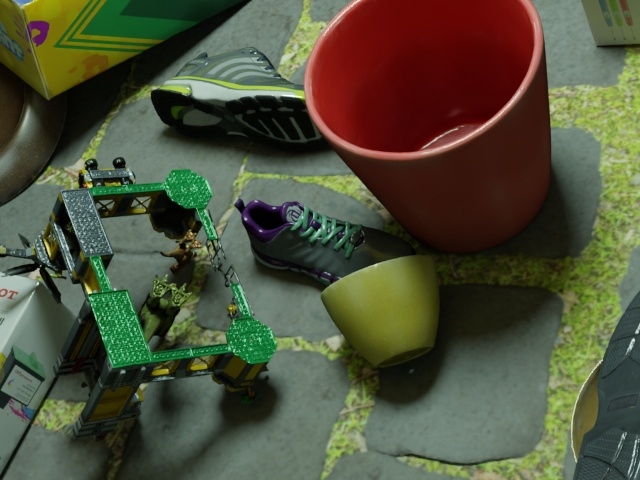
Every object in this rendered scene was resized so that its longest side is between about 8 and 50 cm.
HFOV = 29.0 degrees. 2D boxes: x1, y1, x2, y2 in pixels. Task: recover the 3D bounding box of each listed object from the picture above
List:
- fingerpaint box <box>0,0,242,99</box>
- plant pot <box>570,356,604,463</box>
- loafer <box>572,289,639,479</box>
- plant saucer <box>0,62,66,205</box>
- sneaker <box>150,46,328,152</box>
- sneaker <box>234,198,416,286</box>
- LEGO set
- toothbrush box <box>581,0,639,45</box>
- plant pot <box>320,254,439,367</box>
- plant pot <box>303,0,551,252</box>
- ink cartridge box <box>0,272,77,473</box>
[{"bbox_3d":[-0.378,-0.432,1.856,0.371,0.163,0.445,-33,47,-25],"label":"fingerpaint box"},{"bbox_3d":[0.367,0.189,1.214,0.236,0.032,0.236,-12,52,16],"label":"plant pot"},{"bbox_3d":[0.328,0.156,1.192,0.109,0.095,0.302,-17,38,52],"label":"loafer"},{"bbox_3d":[-0.525,-0.181,1.826,0.311,0.050,0.310,-7,65,15],"label":"plant saucer"},{"bbox_3d":[-0.083,-0.203,1.654,0.300,0.111,0.121,12,57,28],"label":"sneaker"},{"bbox_3d":[0.000,0.000,1.470,0.224,0.098,0.083,7,59,28],"label":"sneaker"},{"bbox_3d":[-0.216,0.085,1.461,0.255,0.192,0.331,-14,62,-36],"label":"LEGO set"},{"bbox_3d":[0.455,-0.388,1.535,0.206,0.122,0.283,3,59,30],"label":"toothbrush box"},{"bbox_3d":[0.078,0.085,1.368,0.134,0.134,0.095,-21,74,8],"label":"plant pot"},{"bbox_3d":[0.143,-0.129,1.407,0.275,0.243,0.275,-11,52,15],"label":"plant pot"},{"bbox_3d":[-0.456,0.173,1.531,0.201,0.117,0.278,9,60,29],"label":"ink cartridge box"}]
